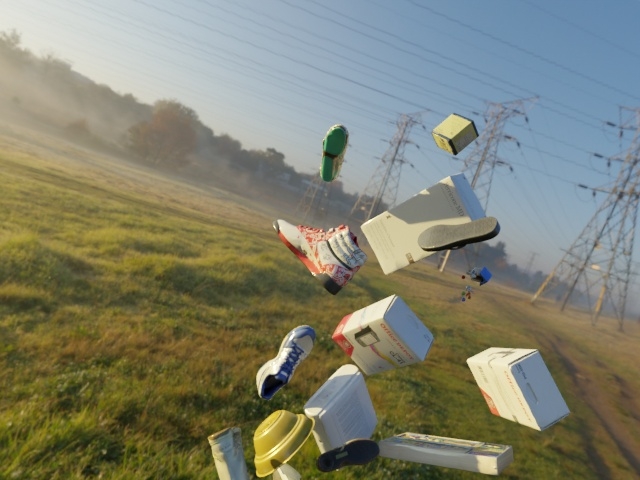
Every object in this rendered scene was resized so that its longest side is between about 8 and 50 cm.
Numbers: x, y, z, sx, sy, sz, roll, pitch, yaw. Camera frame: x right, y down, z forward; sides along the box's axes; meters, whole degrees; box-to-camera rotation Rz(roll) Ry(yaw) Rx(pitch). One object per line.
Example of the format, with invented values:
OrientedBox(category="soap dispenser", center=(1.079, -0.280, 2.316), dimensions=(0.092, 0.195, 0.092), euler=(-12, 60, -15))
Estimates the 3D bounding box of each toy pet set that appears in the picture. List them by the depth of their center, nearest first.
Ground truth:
OrientedBox(category="toy pet set", center=(0.574, 0.158, 1.485), dimensions=(0.065, 0.122, 0.114), euler=(19, 45, 40))

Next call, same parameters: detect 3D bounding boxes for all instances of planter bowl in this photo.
OrientedBox(category="planter bowl", center=(-0.128, 0.566, 1.184), dimensions=(0.090, 0.217, 0.217), euler=(51, 5, 1))

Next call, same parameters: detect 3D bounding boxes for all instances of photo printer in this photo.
OrientedBox(category="photo printer", center=(0.086, 0.650, 1.474), dimensions=(0.107, 0.308, 0.256), euler=(5, 32, 46))

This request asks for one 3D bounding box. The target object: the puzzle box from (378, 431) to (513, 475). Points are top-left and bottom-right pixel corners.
OrientedBox(category="puzzle box", center=(0.447, 0.752, 1.451), dimensions=(0.408, 0.052, 0.272), euler=(-9, -19, 32))

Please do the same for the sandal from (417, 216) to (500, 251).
OrientedBox(category="sandal", center=(0.404, -0.005, 1.205), dimensions=(0.254, 0.097, 0.054), euler=(-10, -47, 43))

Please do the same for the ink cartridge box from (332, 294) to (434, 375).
OrientedBox(category="ink cartridge box", center=(0.226, 0.362, 1.517), dimensions=(0.226, 0.131, 0.306), euler=(48, -42, -5))

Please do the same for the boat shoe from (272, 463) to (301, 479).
OrientedBox(category="boat shoe", center=(-0.119, 0.841, 1.391), dimensions=(0.109, 0.091, 0.305), euler=(30, -18, -6))

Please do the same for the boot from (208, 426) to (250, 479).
OrientedBox(category="boot", center=(-0.214, 0.551, 0.994), dimensions=(0.077, 0.165, 0.213), euler=(-19, -22, -14))

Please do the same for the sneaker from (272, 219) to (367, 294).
OrientedBox(category="sneaker", center=(0.001, 0.001, 1.039), dimensions=(0.270, 0.145, 0.090), euler=(46, 0, 31))

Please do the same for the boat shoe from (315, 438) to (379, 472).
OrientedBox(category="boat shoe", center=(0.076, 0.620, 1.171), dimensions=(0.189, 0.068, 0.072), euler=(-3, -33, -16))

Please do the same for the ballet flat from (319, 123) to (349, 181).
OrientedBox(category="ballet flat", center=(0.050, -0.308, 1.398), dimensions=(0.091, 0.241, 0.077), euler=(29, 49, 8))

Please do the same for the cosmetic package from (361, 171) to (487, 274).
OrientedBox(category="cosmetic package", center=(0.364, -0.053, 1.431), dimensions=(0.385, 0.217, 0.156), euler=(-33, -9, 39))

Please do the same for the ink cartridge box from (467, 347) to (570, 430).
OrientedBox(category="ink cartridge box", center=(0.301, 0.224, 0.632), dimensions=(0.056, 0.099, 0.135), euler=(-22, -10, -10))

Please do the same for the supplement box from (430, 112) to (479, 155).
OrientedBox(category="supplement box", center=(0.362, -0.287, 1.094), dimensions=(0.056, 0.083, 0.083), euler=(48, 3, -38))

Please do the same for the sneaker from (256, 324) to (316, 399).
OrientedBox(category="sneaker", center=(-0.112, 0.437, 1.427), dimensions=(0.111, 0.296, 0.131), euler=(35, 8, -15))
